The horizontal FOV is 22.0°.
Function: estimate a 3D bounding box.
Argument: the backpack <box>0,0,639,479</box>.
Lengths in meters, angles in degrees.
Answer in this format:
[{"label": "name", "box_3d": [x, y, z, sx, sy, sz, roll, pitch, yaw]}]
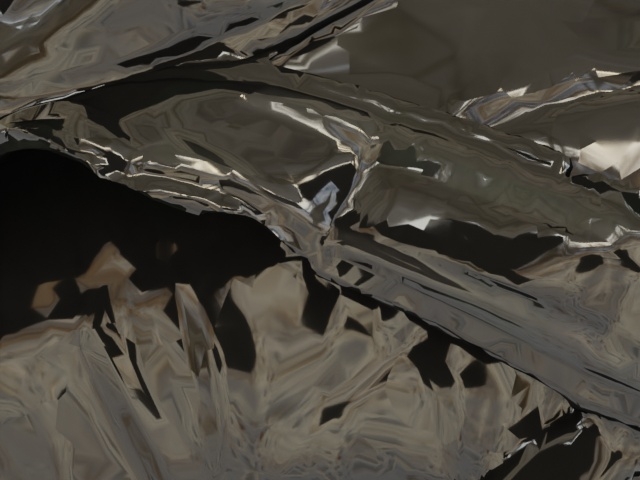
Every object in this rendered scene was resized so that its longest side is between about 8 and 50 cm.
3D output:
[{"label": "backpack", "box_3d": [0.000, 0.000, 0.579, 0.445, 0.363, 0.255, -15, -37, 4]}]
